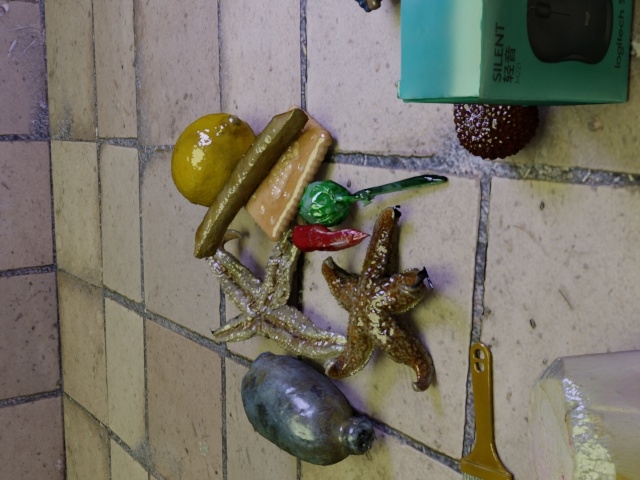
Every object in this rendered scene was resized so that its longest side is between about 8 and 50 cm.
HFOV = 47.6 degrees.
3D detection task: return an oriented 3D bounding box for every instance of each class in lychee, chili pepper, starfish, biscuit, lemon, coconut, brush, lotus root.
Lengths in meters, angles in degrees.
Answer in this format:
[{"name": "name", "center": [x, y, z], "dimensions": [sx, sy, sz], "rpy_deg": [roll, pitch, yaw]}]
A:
[{"name": "lychee", "center": [0.243, -0.172, 1.010], "dimensions": [0.123, 0.129, 0.123], "rpy_deg": [12, 127, 17]}, {"name": "chili pepper", "center": [0.000, 0.000, 1.313], "dimensions": [0.268, 0.050, 0.059], "rpy_deg": [2, 124, 58]}, {"name": "starfish", "center": [-0.093, 0.094, 1.523], "dimensions": [0.432, 0.082, 0.323], "rpy_deg": [-7, 81, 47]}, {"name": "starfish", "center": [0.103, 0.115, 1.250], "dimensions": [0.303, 0.113, 0.312], "rpy_deg": [-34, 65, 50]}, {"name": "biscuit", "center": [-0.072, -0.135, 1.450], "dimensions": [0.160, 0.030, 0.249], "rpy_deg": [49, 117, 44]}, {"name": "lemon", "center": [-0.227, -0.173, 1.573], "dimensions": [0.256, 0.188, 0.188], "rpy_deg": [-53, 55, 37]}, {"name": "coconut", "center": [0.374, 0.237, 0.816], "dimensions": [0.239, 0.244, 0.239], "rpy_deg": [0, -90, -89]}, {"name": "brush", "center": [0.258, 0.295, 1.148], "dimensions": [0.103, 0.013, 0.272], "rpy_deg": [0, 95, 52]}, {"name": "lotus root", "center": [-0.039, 0.338, 1.424], "dimensions": [0.350, 0.175, 0.175], "rpy_deg": [24, 114, 49]}]

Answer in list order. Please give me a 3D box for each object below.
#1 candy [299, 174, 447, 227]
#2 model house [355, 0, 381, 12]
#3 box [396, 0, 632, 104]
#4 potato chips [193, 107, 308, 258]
[{"name": "candy", "center": [0.086, -0.081, 1.275], "dimensions": [0.323, 0.097, 0.097], "rpy_deg": [-10, 87, 45]}, {"name": "model house", "center": [0.069, -0.464, 1.141], "dimensions": [0.166, 0.183, 0.172], "rpy_deg": [-25, 73, 53]}, {"name": "box", "center": [0.237, -0.259, 0.844], "dimensions": [0.118, 0.311, 0.205], "rpy_deg": [7, 101, 50]}, {"name": "potato chips", "center": [-0.148, -0.123, 1.466], "dimensions": [0.407, 0.057, 0.080], "rpy_deg": [-51, 42, 29]}]
